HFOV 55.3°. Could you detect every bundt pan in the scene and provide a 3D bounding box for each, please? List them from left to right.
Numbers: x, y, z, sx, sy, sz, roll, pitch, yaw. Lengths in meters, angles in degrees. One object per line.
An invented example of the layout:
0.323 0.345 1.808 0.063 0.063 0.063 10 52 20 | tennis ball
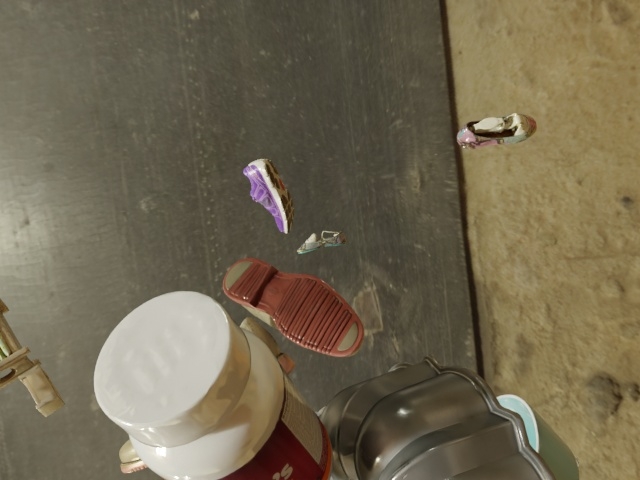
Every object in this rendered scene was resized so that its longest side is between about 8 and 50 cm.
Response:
0.078 0.283 0.589 0.124 0.330 0.331 -1 98 -28 | bundt pan

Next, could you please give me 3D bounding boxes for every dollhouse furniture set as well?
-0.436 0.146 0.778 0.101 0.161 0.182 -33 68 -22 | dollhouse furniture set

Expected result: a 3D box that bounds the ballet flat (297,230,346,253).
0.000 0.000 1.380 0.114 0.041 0.041 -12 96 0 | ballet flat

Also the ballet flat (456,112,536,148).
0.442 -0.275 1.488 0.221 0.079 0.077 -12 70 -12 | ballet flat

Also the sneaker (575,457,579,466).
0.606 0.611 1.560 0.094 0.235 0.090 7 98 22 | sneaker

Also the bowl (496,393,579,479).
0.408 0.496 1.258 0.163 0.311 0.312 28 98 -8 | bowl

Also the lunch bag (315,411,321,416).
-0.040 0.296 0.934 0.083 0.071 0.053 -25 106 39 | lunch bag

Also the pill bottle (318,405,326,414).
0.041 0.509 1.339 0.161 0.161 0.283 7 115 3 | pill bottle

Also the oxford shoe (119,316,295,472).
-0.240 0.296 1.167 0.397 0.140 0.147 -36 86 5 | oxford shoe

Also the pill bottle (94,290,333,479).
-0.074 0.142 0.481 0.121 0.121 0.221 -18 138 6 | pill bottle

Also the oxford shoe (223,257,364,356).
-0.036 0.136 1.178 0.348 0.130 0.123 27 75 41 | oxford shoe

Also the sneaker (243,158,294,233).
-0.106 -0.090 1.269 0.071 0.068 0.170 -15 115 21 | sneaker
